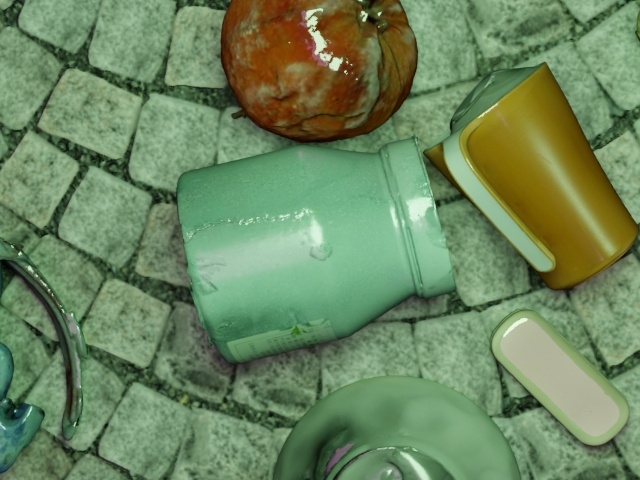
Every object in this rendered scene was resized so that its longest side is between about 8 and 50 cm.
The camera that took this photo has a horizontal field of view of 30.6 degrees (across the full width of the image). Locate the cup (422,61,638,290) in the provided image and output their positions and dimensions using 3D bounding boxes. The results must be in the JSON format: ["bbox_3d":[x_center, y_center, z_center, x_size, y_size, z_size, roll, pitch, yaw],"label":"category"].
[{"bbox_3d":[0.249,-0.069,1.403,0.182,0.226,0.264,-35,94,38],"label":"cup"}]

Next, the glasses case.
[{"bbox_3d":[0.299,0.170,1.470,0.083,0.050,0.196,-45,86,5],"label":"glasses case"}]

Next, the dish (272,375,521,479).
[{"bbox_3d":[0.092,0.333,1.447,0.324,0.124,0.324,0,89,4],"label":"dish"}]

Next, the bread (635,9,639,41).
[{"bbox_3d":[0.486,-0.233,1.404,0.170,0.197,0.197,-28,87,16],"label":"bread"}]

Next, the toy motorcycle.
[{"bbox_3d":[-0.422,0.153,1.460,0.241,0.182,0.319,-5,88,4],"label":"toy motorcycle"}]

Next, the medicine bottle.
[{"bbox_3d":[0.000,0.000,1.397,0.289,0.245,0.245,-14,88,5],"label":"medicine bottle"}]

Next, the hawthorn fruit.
[{"bbox_3d":[-0.027,-0.218,1.427,0.271,0.242,0.242,-27,87,36],"label":"hawthorn fruit"}]
